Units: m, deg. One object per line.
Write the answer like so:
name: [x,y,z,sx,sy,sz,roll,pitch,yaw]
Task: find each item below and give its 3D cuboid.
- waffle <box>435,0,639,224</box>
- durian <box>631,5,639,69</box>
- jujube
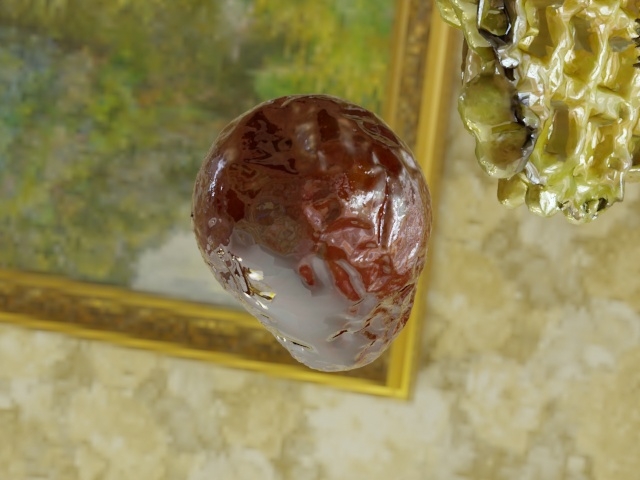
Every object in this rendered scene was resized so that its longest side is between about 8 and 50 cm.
waffle: [0.215,-0.209,1.219,0.095,0.380,0.382,16,-137,42]
durian: [0.264,-0.117,0.921,0.208,0.102,0.146,30,-114,35]
jujube: [0.000,0.000,1.338,0.190,0.190,0.255,9,148,16]
